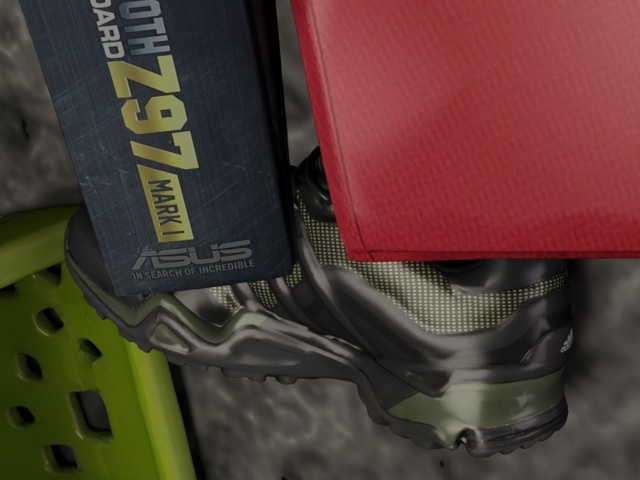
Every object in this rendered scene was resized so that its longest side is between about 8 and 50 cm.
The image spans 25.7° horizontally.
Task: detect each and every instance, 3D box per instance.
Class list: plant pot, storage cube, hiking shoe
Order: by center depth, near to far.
[{"bbox_3d":[0.114,-0.110,0.355,0.193,0.183,0.215,-1,109,34],"label":"storage cube"},{"bbox_3d":[0.000,0.000,0.563,0.226,0.086,0.114,16,106,22],"label":"hiking shoe"},{"bbox_3d":[-0.211,0.116,0.666,0.207,0.228,0.227,4,113,42],"label":"plant pot"}]

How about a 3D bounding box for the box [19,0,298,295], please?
[{"bbox_3d":[-0.050,-0.129,0.407,0.059,0.233,0.183,-8,135,2],"label":"box"}]
